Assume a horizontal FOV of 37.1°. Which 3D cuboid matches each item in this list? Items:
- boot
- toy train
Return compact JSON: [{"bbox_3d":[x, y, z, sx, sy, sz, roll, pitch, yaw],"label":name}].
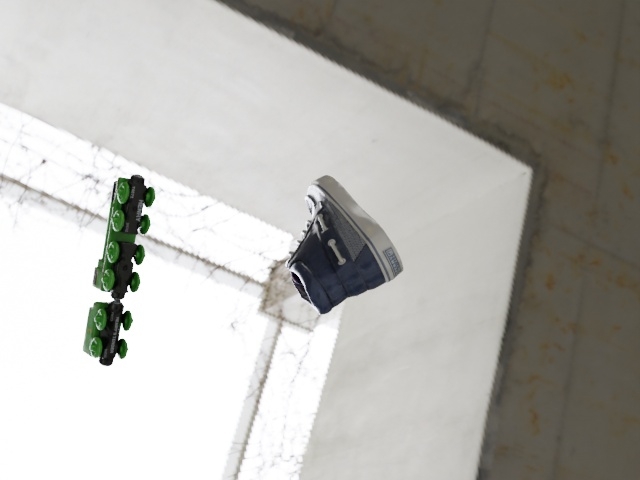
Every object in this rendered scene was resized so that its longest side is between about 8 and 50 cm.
[{"bbox_3d":[0.000,0.000,0.872,0.086,0.190,0.069,-29,-66,-6],"label":"boot"},{"bbox_3d":[-0.087,0.012,0.409,0.017,0.024,0.083,8,-86,-36],"label":"toy train"}]
